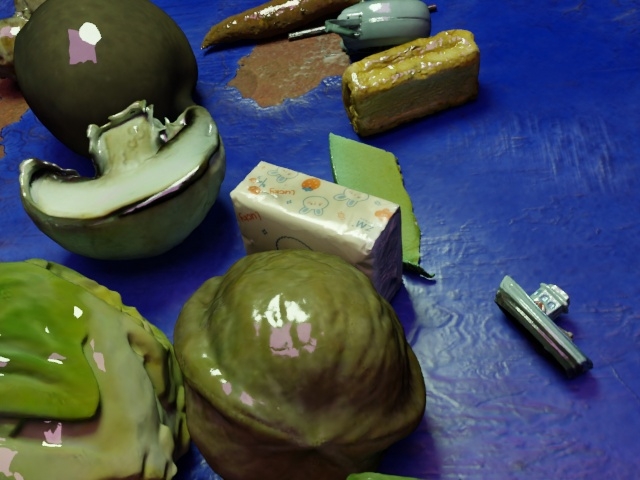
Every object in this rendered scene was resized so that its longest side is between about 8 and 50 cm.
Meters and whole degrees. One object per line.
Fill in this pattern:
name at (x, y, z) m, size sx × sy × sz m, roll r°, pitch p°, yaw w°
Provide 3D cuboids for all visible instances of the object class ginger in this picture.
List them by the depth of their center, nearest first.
ginger at (-0.496, -0.469, 1.234) m, size 0.256 × 0.176 × 0.375 m, roll -15°, pitch 51°, yaw 21°

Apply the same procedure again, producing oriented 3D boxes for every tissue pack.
tissue pack at (0.000, 0.000, 0.788) m, size 0.196 × 0.148 × 0.092 m, roll 18°, pitch 53°, yaw 24°

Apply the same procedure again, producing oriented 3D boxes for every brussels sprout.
brussels sprout at (-0.291, 0.161, 0.662) m, size 0.343 × 0.268 × 0.344 m, roll 1°, pitch 42°, yaw -1°

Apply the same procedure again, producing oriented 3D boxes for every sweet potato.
sweet potato at (-0.070, -0.403, 1.156) m, size 0.314 × 0.066 × 0.072 m, roll -19°, pitch 19°, yaw -1°

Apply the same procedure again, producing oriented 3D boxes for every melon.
melon at (0.086, -0.046, 0.885) m, size 0.113 × 0.053 × 0.262 m, roll -11°, pitch 55°, yaw -19°

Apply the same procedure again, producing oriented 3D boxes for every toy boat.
toy boat at (0.256, 0.087, 0.727) m, size 0.066 × 0.059 × 0.140 m, roll -39°, pitch 54°, yaw -2°

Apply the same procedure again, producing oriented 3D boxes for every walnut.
walnut at (-0.022, 0.122, 0.652) m, size 0.282 × 0.228 × 0.283 m, roll 17°, pitch 17°, yaw -6°

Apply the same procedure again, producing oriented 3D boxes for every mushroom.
mushroom at (-0.247, -0.058, 0.883) m, size 0.267 × 0.164 × 0.189 m, roll -32°, pitch 58°, yaw -16°

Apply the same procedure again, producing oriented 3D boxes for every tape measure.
tape measure at (0.088, -0.326, 0.943) m, size 0.163 × 0.084 × 0.330 m, roll -10°, pitch 9°, yaw 6°

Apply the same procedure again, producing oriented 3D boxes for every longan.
longan at (-0.322, -0.259, 1.002) m, size 0.300 × 0.243 × 0.300 m, roll 10°, pitch 59°, yaw -18°

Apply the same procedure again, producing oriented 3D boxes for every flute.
flute at (0.072, -0.389, 1.145) m, size 0.269 × 0.014 × 0.014 m, roll -9°, pitch 53°, yaw 5°

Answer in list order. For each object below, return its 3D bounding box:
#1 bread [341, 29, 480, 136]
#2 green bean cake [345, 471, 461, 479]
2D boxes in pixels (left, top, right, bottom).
bread at (0.136, -0.237, 0.961) m, size 0.210 × 0.114 × 0.083 m, roll -17°, pitch 50°, yaw -3°
green bean cake at (0.067, 0.308, 0.514) m, size 0.113 × 0.214 × 0.200 m, roll 1°, pitch 55°, yaw 8°
